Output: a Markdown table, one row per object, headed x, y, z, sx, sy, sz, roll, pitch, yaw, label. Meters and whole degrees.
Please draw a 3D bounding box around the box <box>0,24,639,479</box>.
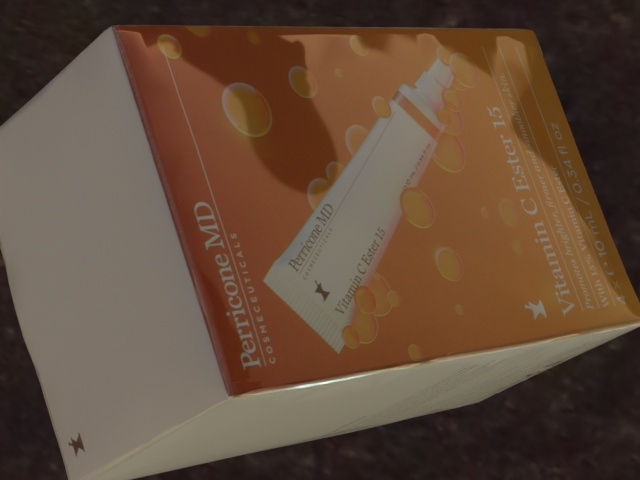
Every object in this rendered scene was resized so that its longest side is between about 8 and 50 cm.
| x | y | z | sx | sy | sz | roll | pitch | yaw | label |
| --- | --- | --- | --- | --- | --- | --- | --- | --- | --- |
| 0.000 | 0.000 | 1.009 | 0.345 | 0.168 | 0.215 | -7 | 72 | -42 | box |
